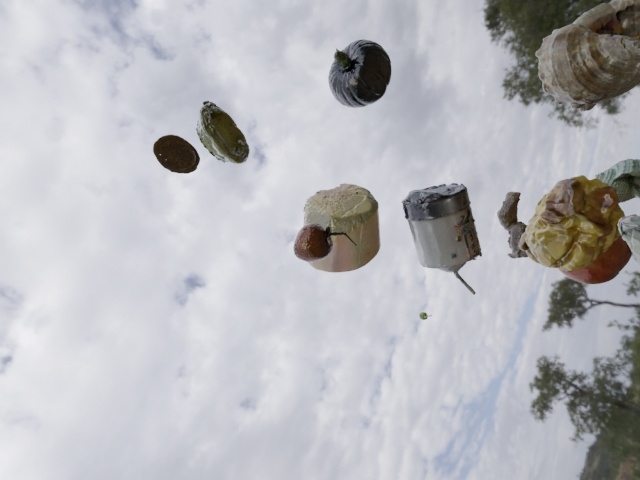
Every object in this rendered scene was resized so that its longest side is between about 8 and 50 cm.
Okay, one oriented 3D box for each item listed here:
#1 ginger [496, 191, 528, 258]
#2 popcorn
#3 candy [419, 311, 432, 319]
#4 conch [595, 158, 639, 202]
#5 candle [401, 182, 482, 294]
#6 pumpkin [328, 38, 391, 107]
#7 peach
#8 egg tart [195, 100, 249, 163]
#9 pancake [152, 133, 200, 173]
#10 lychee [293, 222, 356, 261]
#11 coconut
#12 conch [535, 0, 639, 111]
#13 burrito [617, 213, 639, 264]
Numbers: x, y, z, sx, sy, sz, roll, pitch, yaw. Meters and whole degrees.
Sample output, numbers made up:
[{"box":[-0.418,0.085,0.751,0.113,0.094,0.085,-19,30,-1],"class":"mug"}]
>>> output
[{"box":[0.818,-0.067,1.724,0.084,0.122,0.290,-3,-100,-27],"class":"ginger"},{"box":[0.720,-0.026,1.193,0.265,0.225,0.332,-57,-3,-36],"class":"popcorn"},{"box":[0.448,0.318,1.725,0.123,0.035,0.035,104,158,-78],"class":"candy"},{"box":[1.053,-0.207,1.394,0.172,0.199,0.131,95,-177,-46],"class":"conch"},{"box":[0.359,0.000,1.167,0.187,0.187,0.330,-31,-72,-43],"class":"candle"},{"box":[0.127,-0.628,1.500,0.248,0.248,0.248,-11,-75,-49],"class":"pumpkin"},{"box":[0.888,0.029,1.351,0.231,0.231,0.231,-11,-75,-49],"class":"peach"},{"box":[-0.286,-0.295,1.165,0.197,0.078,0.197,49,-159,-26],"class":"egg tart"},{"box":[-0.345,-0.207,0.985,0.114,0.011,0.115,17,-121,-32],"class":"pancake"},{"box":[-0.005,0.002,1.071,0.140,0.101,0.114,-38,-64,-16],"class":"lychee"},{"box":[0.075,-0.027,1.512,0.297,0.297,0.310,-42,-37,-38],"class":"coconut"},{"box":[0.735,-0.464,1.017,0.297,0.352,0.210,-56,-41,-7],"class":"conch"},{"box":[0.623,0.040,0.750,0.064,0.064,0.203,4,-122,-50],"class":"burrito"}]
